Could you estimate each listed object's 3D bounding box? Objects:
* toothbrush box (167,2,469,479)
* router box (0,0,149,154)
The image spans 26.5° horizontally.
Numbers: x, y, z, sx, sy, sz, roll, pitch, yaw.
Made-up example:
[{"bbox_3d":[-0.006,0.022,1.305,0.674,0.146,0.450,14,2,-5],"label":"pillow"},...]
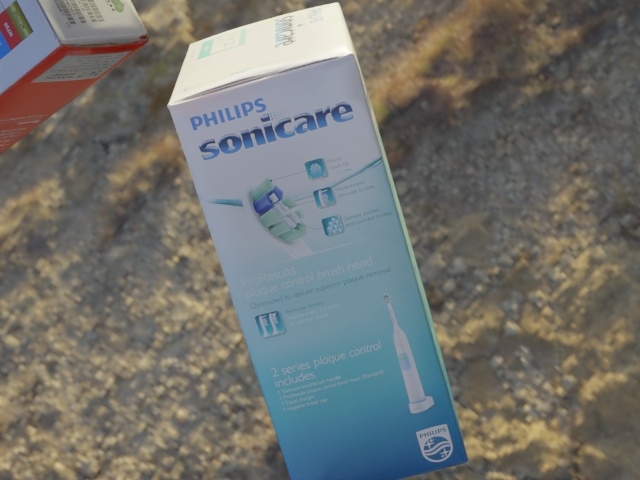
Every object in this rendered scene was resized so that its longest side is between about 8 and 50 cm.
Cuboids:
[{"bbox_3d":[0.000,0.000,0.967,0.126,0.295,0.216,-15,19,3],"label":"toothbrush box"},{"bbox_3d":[-0.302,-0.187,0.826,0.301,0.082,0.335,-30,85,31],"label":"router box"}]
